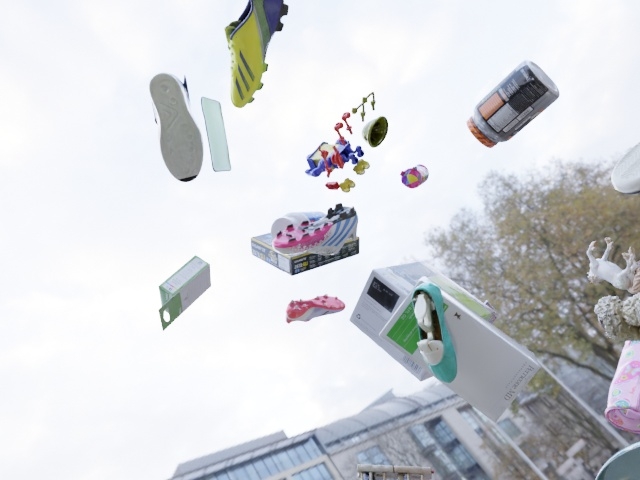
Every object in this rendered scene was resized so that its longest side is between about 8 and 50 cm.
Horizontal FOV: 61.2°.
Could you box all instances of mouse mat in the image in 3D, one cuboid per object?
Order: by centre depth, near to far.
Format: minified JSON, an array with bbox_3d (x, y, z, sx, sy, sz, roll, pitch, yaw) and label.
[{"bbox_3d":[-0.269,-0.273,1.404,0.007,0.189,0.152,-8,7,9],"label":"mouse mat"}]

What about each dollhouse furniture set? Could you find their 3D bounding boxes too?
[{"bbox_3d":[0.121,0.415,0.848,0.129,0.129,0.183,0,-33,5],"label":"dollhouse furniture set"}]

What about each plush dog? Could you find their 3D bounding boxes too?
[{"bbox_3d":[0.712,0.155,1.086,0.211,0.262,0.225,-24,-45,4],"label":"plush dog"}]

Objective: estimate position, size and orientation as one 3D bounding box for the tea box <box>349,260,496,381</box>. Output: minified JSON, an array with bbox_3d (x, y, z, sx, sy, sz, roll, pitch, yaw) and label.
[{"bbox_3d":[0.339,0.251,1.804,0.324,0.329,0.219,-6,-55,-47],"label":"tea box"}]

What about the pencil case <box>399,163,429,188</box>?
[{"bbox_3d":[0.442,-0.302,2.522,0.104,0.104,0.236,-56,-11,20],"label":"pencil case"}]

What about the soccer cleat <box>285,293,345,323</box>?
[{"bbox_3d":[-0.021,0.264,2.053,0.248,0.083,0.095,-1,-52,-32],"label":"soccer cleat"}]

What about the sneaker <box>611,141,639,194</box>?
[{"bbox_3d":[0.718,-0.153,0.992,0.350,0.131,0.148,-30,-68,7],"label":"sneaker"}]

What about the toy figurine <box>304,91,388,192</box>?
[{"bbox_3d":[0.041,-0.310,1.751,0.362,0.217,0.191,-54,-53,-32],"label":"toy figurine"}]

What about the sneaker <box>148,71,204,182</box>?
[{"bbox_3d":[-0.431,-0.343,1.638,0.130,0.236,0.322,-15,-78,-8],"label":"sneaker"}]

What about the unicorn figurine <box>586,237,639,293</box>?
[{"bbox_3d":[0.560,0.052,1.049,0.060,0.162,0.111,-12,-62,-2],"label":"unicorn figurine"}]

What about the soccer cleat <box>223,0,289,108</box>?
[{"bbox_3d":[-0.169,-0.433,1.213,0.121,0.093,0.289,4,-47,-29],"label":"soccer cleat"}]

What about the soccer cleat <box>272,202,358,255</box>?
[{"bbox_3d":[0.000,0.000,1.640,0.331,0.116,0.143,-26,-58,-37],"label":"soccer cleat"}]

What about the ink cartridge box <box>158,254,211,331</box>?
[{"bbox_3d":[-0.405,0.148,1.551,0.209,0.062,0.108,-47,-22,-38],"label":"ink cartridge box"}]

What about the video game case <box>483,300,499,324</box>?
[{"bbox_3d":[0.591,0.289,1.960,0.087,0.011,0.122,46,-103,-25],"label":"video game case"}]

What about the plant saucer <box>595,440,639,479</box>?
[{"bbox_3d":[0.703,0.484,1.055,0.043,0.318,0.317,-66,-1,-57],"label":"plant saucer"}]

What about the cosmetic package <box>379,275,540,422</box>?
[{"bbox_3d":[0.367,0.279,1.446,0.196,0.366,0.155,-57,-13,9],"label":"cosmetic package"}]

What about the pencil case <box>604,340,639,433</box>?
[{"bbox_3d":[0.870,0.381,1.474,0.284,0.124,0.124,-51,-27,-30],"label":"pencil case"}]

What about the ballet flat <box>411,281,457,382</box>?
[{"bbox_3d":[0.264,0.223,1.310,0.087,0.247,0.083,7,-22,-42],"label":"ballet flat"}]

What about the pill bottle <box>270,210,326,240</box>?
[{"bbox_3d":[-0.062,-0.034,1.762,0.124,0.124,0.222,-57,-21,22],"label":"pill bottle"}]

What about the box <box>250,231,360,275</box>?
[{"bbox_3d":[-0.057,0.020,2.003,0.322,0.257,0.079,-16,-66,-36],"label":"box"}]

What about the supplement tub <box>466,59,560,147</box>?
[{"bbox_3d":[0.725,-0.512,2.065,0.194,0.193,0.316,0,-34,-45],"label":"supplement tub"}]
